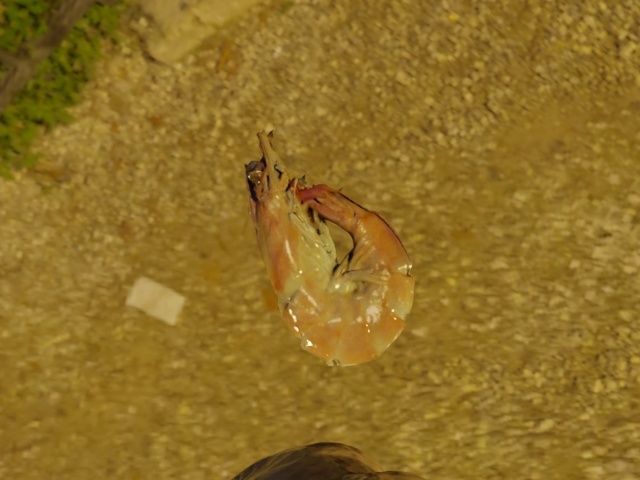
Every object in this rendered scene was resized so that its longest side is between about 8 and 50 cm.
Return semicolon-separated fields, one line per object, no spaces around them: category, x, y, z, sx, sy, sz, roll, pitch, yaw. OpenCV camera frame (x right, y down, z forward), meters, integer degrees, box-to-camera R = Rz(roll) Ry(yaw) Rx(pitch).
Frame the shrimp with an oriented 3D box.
shrimp;0.000;0.000;0.815;0.099;0.041;0.180;-31;76;19

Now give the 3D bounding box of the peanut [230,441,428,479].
peanut;0.006;0.141;0.515;0.086;0.104;0.228;66;163;-3
